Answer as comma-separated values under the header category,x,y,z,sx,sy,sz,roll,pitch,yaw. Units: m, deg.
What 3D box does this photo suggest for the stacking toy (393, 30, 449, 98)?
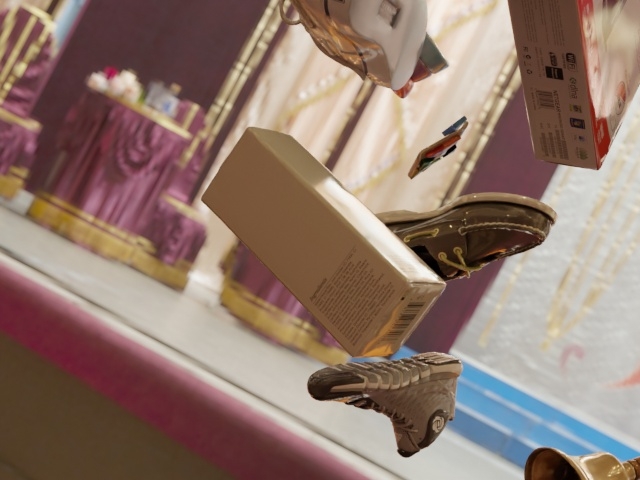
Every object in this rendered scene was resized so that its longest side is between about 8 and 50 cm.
category,x,y,z,sx,sy,sz,roll,pitch,yaw
stacking toy,0.077,-0.383,1.957,0.279,0.130,0.309,43,16,-48

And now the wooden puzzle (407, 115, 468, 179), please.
category,x,y,z,sx,sy,sz,roll,pitch,yaw
wooden puzzle,0.130,-0.098,1.447,0.014,0.078,0.116,53,-7,9

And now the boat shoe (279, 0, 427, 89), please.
category,x,y,z,sx,sy,sz,roll,pitch,yaw
boat shoe,0.026,-0.294,1.693,0.156,0.136,0.367,23,2,19

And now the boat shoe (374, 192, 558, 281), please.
category,x,y,z,sx,sy,sz,roll,pitch,yaw
boat shoe,0.171,0.008,1.706,0.305,0.091,0.109,-10,-37,44

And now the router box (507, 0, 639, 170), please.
category,x,y,z,sx,sy,sz,roll,pitch,yaw
router box,0.313,-0.304,1.501,0.082,0.301,0.335,12,-36,28

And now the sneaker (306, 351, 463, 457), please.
category,x,y,z,sx,sy,sz,roll,pitch,yaw
sneaker,0.090,0.226,1.727,0.228,0.132,0.086,-4,9,-27

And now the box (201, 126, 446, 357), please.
category,x,y,z,sx,sy,sz,roll,pitch,yaw
box,0.000,0.000,1.454,0.275,0.113,0.094,47,22,26

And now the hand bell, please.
category,x,y,z,sx,sy,sz,roll,pitch,yaw
hand bell,0.374,0.266,1.551,0.242,0.126,0.126,-16,20,-26
